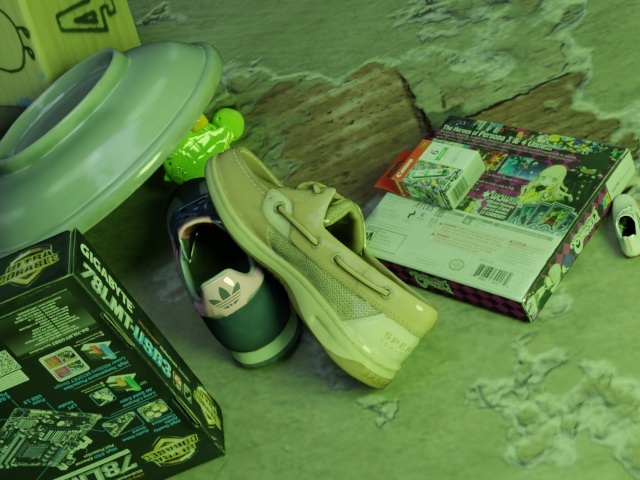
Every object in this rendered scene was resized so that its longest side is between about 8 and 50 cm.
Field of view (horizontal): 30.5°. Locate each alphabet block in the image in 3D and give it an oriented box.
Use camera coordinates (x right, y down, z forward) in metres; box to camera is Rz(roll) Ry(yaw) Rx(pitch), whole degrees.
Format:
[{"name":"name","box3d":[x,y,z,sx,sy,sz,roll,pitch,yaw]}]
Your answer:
[{"name":"alphabet block","box3d":[-0.405,-0.320,1.713,0.192,0.197,0.193,6,34,36]}]

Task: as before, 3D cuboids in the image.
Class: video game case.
[{"name":"video game case","box3d":[0.173,-0.032,1.217,0.232,0.042,0.210,16,59,42]}]

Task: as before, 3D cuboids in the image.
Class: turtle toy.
[{"name":"turtle toy","box3d":[-0.147,-0.117,1.477,0.130,0.095,0.066,-40,19,-11]}]

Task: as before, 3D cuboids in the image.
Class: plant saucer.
[{"name":"plant saucer","box3d":[-0.306,-0.138,1.494,0.400,0.100,0.400,-33,26,19]}]

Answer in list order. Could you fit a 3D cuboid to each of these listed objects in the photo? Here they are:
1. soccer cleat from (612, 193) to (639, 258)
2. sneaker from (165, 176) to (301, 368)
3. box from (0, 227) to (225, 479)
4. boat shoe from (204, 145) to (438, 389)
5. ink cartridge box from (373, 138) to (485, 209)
[{"name":"soccer cleat","box3d":[0.297,-0.020,1.134,0.029,0.035,0.083,-14,43,20]},{"name":"sneaker","box3d":[-0.116,-0.003,1.298,0.112,0.131,0.319,-34,40,-1]},{"name":"box","box3d":[-0.284,0.156,1.117,0.296,0.293,0.073,-23,42,10]},{"name":"boat shoe","box3d":[0.000,0.000,1.198,0.110,0.122,0.341,-49,54,13]},{"name":"ink cartridge box","box3d":[0.110,-0.074,1.243,0.115,0.029,0.063,19,61,42]}]
